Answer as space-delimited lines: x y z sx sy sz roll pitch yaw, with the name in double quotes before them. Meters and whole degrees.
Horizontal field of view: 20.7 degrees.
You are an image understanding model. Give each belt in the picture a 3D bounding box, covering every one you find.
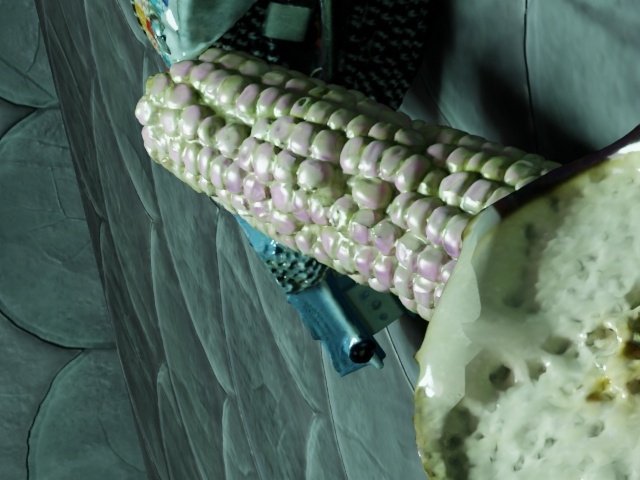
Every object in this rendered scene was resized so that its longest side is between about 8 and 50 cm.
"belt" -0.029 -0.188 1.239 0.150 0.207 0.257 -125 25 -47

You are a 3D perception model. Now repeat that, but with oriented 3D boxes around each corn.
"corn" 0.031 -0.027 1.096 0.335 0.127 0.126 23 133 30

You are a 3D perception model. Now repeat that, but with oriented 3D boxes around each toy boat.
"toy boat" 0.000 0.000 1.391 0.238 0.098 0.109 56 179 -36

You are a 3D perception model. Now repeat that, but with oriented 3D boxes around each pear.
"pear" 0.178 0.088 0.842 0.178 0.267 0.267 57 -179 -43
